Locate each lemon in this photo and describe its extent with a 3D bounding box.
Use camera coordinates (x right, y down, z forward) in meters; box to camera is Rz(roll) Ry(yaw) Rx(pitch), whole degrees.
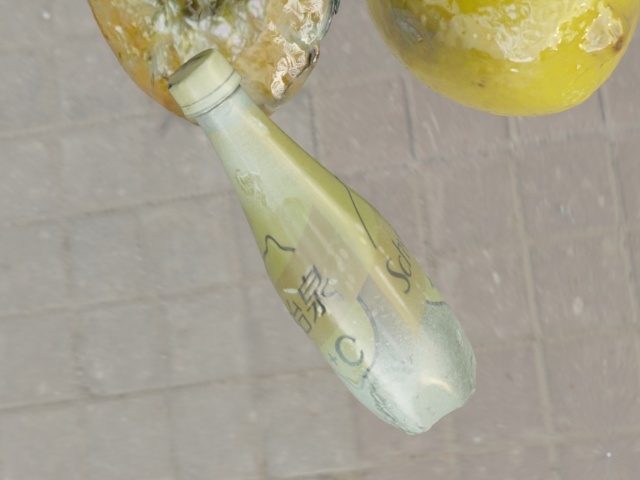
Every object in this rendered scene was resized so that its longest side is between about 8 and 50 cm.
[{"bbox_3d":[0.178,-0.249,1.536,0.284,0.260,0.261,7,83,35],"label":"lemon"}]

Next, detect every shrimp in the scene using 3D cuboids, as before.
[{"bbox_3d":[-0.114,-0.299,1.164,0.272,0.085,0.445,-7,105,44],"label":"shrimp"}]

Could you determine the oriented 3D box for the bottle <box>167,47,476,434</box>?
[{"bbox_3d":[0.000,0.000,0.955,0.083,0.083,0.270,-34,112,4],"label":"bottle"}]
